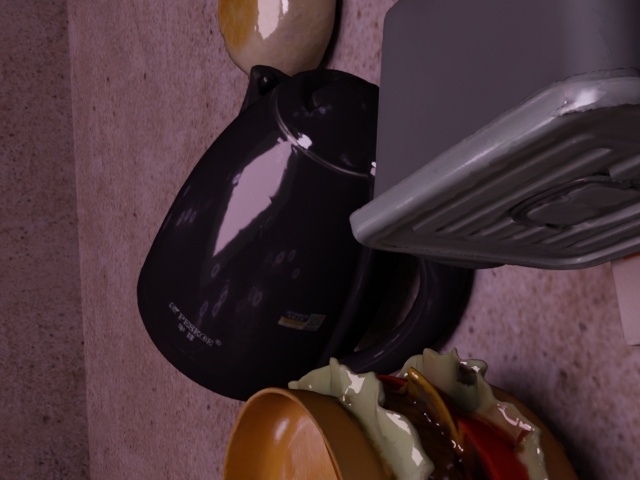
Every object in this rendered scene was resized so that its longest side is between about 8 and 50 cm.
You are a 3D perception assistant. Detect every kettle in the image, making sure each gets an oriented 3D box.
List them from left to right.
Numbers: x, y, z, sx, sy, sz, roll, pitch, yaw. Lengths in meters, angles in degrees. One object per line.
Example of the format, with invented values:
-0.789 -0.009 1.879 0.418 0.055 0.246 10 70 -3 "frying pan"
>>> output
0.000 0.000 0.897 0.268 0.207 0.290 45 131 15 "kettle"

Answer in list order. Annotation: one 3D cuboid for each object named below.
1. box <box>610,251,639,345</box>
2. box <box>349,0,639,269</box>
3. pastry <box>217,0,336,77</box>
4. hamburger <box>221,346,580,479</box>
0.210 -0.138 0.541 0.204 0.051 0.365 153 112 -63 "box"
0.123 -0.077 0.499 0.243 0.163 0.135 147 126 -64 "box"
-0.043 -0.239 1.049 0.156 0.092 0.156 14 107 57 "pastry"
0.068 0.210 0.700 0.274 0.212 0.274 -179 90 -64 "hamburger"
